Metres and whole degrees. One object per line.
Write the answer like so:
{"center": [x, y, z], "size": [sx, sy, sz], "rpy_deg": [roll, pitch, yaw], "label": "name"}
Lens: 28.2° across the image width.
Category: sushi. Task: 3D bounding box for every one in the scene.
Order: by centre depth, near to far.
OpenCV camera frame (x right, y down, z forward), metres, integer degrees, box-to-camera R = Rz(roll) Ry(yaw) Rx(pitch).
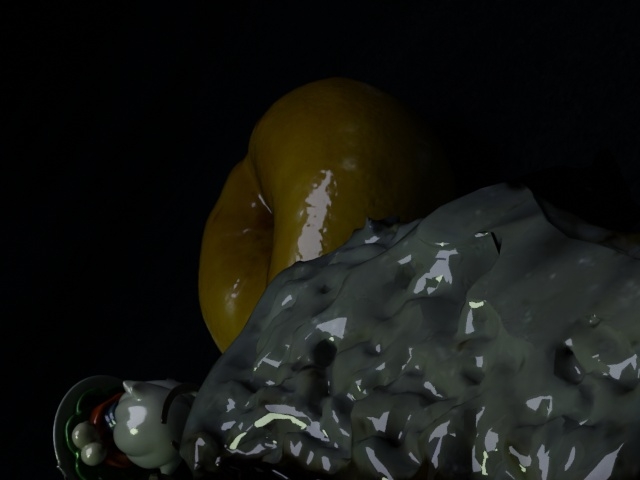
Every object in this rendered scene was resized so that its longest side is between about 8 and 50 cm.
{"center": [0.105, 0.091, 0.634], "size": [0.348, 0.207, 0.234], "rpy_deg": [1, 43, 52], "label": "sushi"}

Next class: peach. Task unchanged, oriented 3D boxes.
{"center": [0.000, 0.000, 0.977], "size": [0.251, 0.153, 0.251], "rpy_deg": [-55, 21, 33], "label": "peach"}

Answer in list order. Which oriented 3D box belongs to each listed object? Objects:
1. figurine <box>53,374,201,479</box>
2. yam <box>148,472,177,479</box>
{"center": [-0.165, 0.181, 1.215], "size": [0.154, 0.132, 0.132], "rpy_deg": [-20, 51, 41], "label": "figurine"}
{"center": [-0.195, 0.385, 1.128], "size": [0.371, 0.083, 0.083], "rpy_deg": [-65, 25, 3], "label": "yam"}
